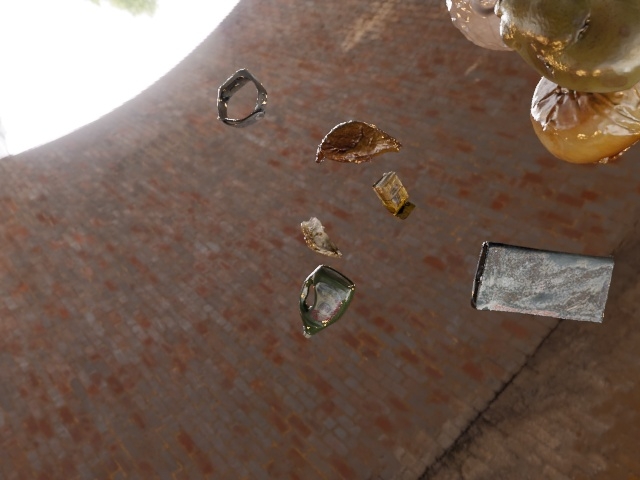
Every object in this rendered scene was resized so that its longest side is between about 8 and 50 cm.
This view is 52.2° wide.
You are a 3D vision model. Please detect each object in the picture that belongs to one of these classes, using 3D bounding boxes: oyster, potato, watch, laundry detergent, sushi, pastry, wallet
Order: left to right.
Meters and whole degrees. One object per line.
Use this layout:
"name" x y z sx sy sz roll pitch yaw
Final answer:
"watch" -0.282 -0.486 2.300 0.206 0.068 0.192 -30 -110 31
"oyster" -0.002 0.002 1.193 0.051 0.093 0.034 -30 176 -39
"laundry detergent" -0.001 0.176 1.789 0.137 0.210 0.063 34 -154 8
"sushi" 0.042 -0.110 0.745 0.100 0.050 0.047 2 176 13
"wallet" 0.591 0.111 1.741 0.379 0.190 0.046 7 -172 -11
"potato" 0.514 -0.428 1.324 0.351 0.218 0.203 29 -142 32
"pastry" 0.748 -0.380 1.712 0.409 0.245 0.409 -48 -157 29

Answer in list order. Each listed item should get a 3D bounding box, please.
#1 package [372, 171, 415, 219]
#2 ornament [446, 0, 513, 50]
"package" 0.208 -0.125 1.845 0.047 0.131 0.071 -1 -136 51
"ornament" 0.498 -0.676 1.749 0.338 0.337 0.337 -10 -141 8
